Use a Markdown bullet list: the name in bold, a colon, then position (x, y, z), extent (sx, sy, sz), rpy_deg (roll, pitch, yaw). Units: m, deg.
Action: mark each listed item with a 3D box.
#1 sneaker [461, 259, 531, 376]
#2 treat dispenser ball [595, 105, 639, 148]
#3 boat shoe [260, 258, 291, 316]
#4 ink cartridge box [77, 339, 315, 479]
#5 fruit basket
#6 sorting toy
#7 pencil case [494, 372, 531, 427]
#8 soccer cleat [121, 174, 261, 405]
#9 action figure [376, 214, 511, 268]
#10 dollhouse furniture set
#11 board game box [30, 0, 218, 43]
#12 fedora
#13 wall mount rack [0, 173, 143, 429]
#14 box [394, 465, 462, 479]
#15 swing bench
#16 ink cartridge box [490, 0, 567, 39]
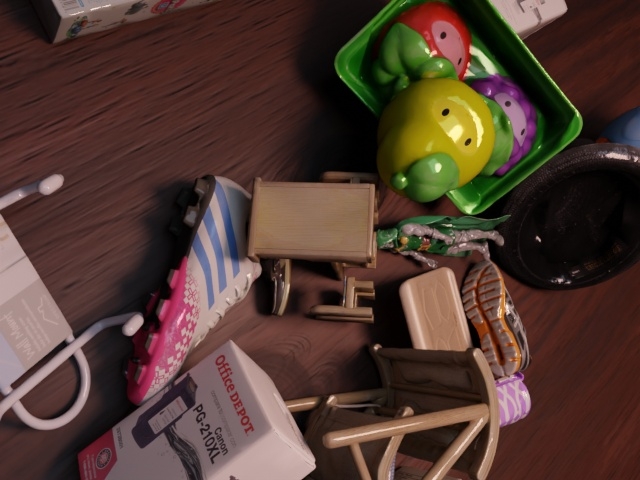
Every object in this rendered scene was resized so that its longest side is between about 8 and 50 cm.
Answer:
- **sneaker**: position (0.318, 0.138, 1.120), extent (0.083, 0.084, 0.215), rpy_deg (12, 61, -41)
- **treat dispenser ball**: position (0.691, -0.135, 1.268), extent (0.288, 0.288, 0.288), rpy_deg (6, 77, -28)
- **boat shoe**: position (-0.071, 0.038, 0.947), extent (0.049, 0.056, 0.152), rpy_deg (6, 76, -14)
- **ink cartridge box**: position (-0.149, 0.256, 0.729), extent (0.237, 0.172, 0.100), rpy_deg (-37, 127, -3)
- **fruit basket**: position (0.206, -0.212, 0.982), extent (0.392, 0.283, 0.392), rpy_deg (43, 19, -18)
- **sorting toy**: position (0.195, 0.149, 1.046), extent (0.208, 0.038, 0.193), rpy_deg (-9, 84, -59)
- **pencil case**: position (0.267, 0.282, 1.063), extent (0.206, 0.086, 0.088), rpy_deg (-9, 119, -32)
- **soccer cleat**: position (-0.155, 0.070, 0.854), extent (0.143, 0.116, 0.331), rpy_deg (25, 70, -27)
- **action figure**: position (0.196, 0.000, 1.072), extent (0.232, 0.137, 0.064), rpy_deg (1, 54, -19)
- **dollhouse furniture set**: position (0.000, 0.000, 0.916), extent (0.160, 0.242, 0.212), rpy_deg (2, 76, 7)
- **board game box**: position (-0.282, -0.434, 0.893), extent (0.303, 0.097, 0.224), rpy_deg (-28, 95, -29)
- **fedora**: position (0.466, -0.066, 1.162), extent (0.334, 0.334, 0.153), rpy_deg (29, 35, -21)
- **wall mount rack**: position (-0.350, 0.085, 0.663), extent (0.304, 0.130, 0.350), rpy_deg (-51, 123, -52)
- **box**: position (0.100, 0.447, 0.903), extent (0.232, 0.148, 0.127), rpy_deg (-21, 91, -30)
- **swing bench**: position (0.078, 0.263, 0.859), extent (0.254, 0.253, 0.165), rpy_deg (-21, 93, -28)
- **ink cartridge box**: position (0.338, -0.416, 1.200), extent (0.217, 0.158, 0.092), rpy_deg (-27, 94, -31)
